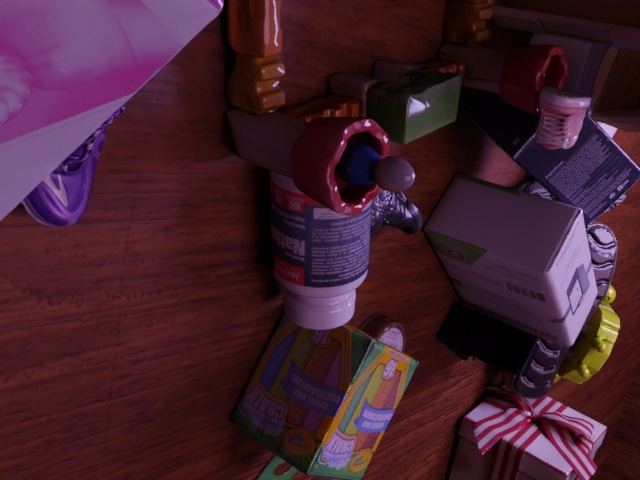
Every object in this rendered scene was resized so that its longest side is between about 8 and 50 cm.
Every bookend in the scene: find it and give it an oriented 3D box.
[{"bbox_3d":[0.305,0.187,1.213,0.072,0.156,0.157,-62,145,-8],"label":"bookend"}]

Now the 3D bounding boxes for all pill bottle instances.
[{"bbox_3d":[0.000,0.000,0.752,0.108,0.108,0.180,-27,129,-42],"label":"pill bottle"}]

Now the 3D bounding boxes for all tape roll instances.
[{"bbox_3d":[0.443,-0.279,1.184,0.286,0.100,0.286,-28,129,-41],"label":"tape roll"}]

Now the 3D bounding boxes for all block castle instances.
[{"bbox_3d":[0.123,-0.236,0.692,0.453,0.212,0.303,-27,129,-42],"label":"block castle"}]

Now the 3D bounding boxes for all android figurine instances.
[{"bbox_3d":[0.538,0.190,1.473,0.273,0.056,0.248,-75,-170,-68],"label":"android figurine"}]

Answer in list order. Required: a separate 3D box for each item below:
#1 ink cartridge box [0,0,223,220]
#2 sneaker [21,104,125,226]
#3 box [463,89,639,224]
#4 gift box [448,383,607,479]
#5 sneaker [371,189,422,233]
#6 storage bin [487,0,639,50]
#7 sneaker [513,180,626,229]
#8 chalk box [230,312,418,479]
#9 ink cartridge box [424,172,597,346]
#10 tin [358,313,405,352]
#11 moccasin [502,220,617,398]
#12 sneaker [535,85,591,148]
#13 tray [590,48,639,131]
[{"bbox_3d":[-0.204,-0.147,0.294,0.330,0.071,0.324,-37,147,19],"label":"ink cartridge box"},{"bbox_3d":[-0.177,-0.088,0.504,0.068,0.071,0.170,-5,113,-51],"label":"sneaker"},{"bbox_3d":[0.328,-0.141,0.994,0.207,0.153,0.108,30,111,-36],"label":"box"},{"bbox_3d":[0.416,0.456,1.426,0.276,0.255,0.258,-21,127,-53],"label":"gift box"},{"bbox_3d":[0.067,-0.038,0.873,0.089,0.051,0.170,-54,138,-17],"label":"sneaker"},{"bbox_3d":[0.358,-0.390,0.873,0.123,0.262,0.261,15,97,-57],"label":"storage bin"},{"bbox_3d":[0.447,-0.085,1.231,0.343,0.134,0.146,-31,175,-47],"label":"sneaker"},{"bbox_3d":[-0.004,0.201,0.838,0.132,0.132,0.213,31,83,-54],"label":"chalk box"},{"bbox_3d":[0.303,0.036,1.090,0.115,0.198,0.273,-58,144,-14],"label":"ink cartridge box"},{"bbox_3d":[0.065,0.199,1.011,0.106,0.040,0.190,24,90,-51],"label":"tin"},{"bbox_3d":[0.473,0.132,1.418,0.139,0.147,0.380,13,107,-9],"label":"moccasin"},{"bbox_3d":[0.269,-0.134,0.788,0.134,0.051,0.070,-20,129,-62],"label":"sneaker"},{"bbox_3d":[0.492,-0.243,0.912,0.411,0.076,0.203,-72,-178,-80],"label":"tray"}]
